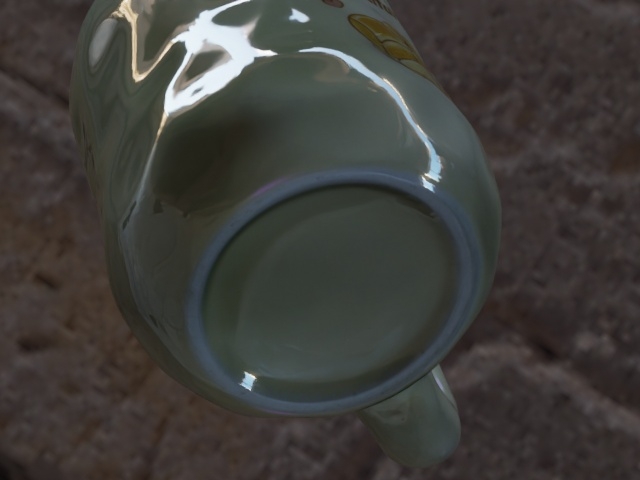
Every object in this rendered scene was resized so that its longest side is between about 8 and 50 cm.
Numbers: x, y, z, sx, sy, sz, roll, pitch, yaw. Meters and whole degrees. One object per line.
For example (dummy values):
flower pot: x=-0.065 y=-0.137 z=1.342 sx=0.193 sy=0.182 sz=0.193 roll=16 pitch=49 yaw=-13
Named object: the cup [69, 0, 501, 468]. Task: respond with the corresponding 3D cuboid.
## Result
cup: x=-0.020 y=0.001 z=0.889 sx=0.202 sy=0.173 sz=0.255 roll=-114 pitch=-161 yaw=-52
